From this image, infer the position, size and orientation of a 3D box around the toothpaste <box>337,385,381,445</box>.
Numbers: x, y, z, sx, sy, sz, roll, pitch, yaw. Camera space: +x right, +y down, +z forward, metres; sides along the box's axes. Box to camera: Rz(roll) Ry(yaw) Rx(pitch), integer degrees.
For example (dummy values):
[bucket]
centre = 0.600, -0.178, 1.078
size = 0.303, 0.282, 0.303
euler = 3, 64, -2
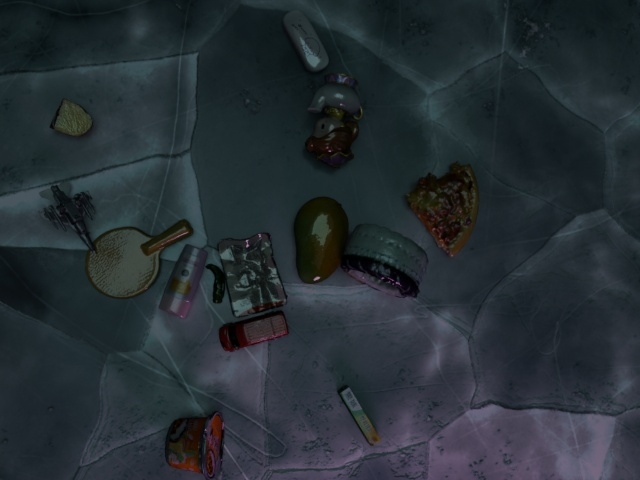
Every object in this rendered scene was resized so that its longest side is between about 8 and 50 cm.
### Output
[toothpaste]
centre = 0.110, 0.501, 1.887
size = 0.037, 0.043, 0.179
euler = -31, 89, -8

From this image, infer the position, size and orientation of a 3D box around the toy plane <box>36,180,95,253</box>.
[toy plane]
centre = -0.682, -0.070, 1.819
size = 0.160, 0.082, 0.234
euler = -33, 80, -40

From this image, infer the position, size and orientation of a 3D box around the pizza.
[pizza]
centre = 0.360, -0.108, 1.947
size = 0.228, 0.081, 0.290
euler = 14, 85, -5

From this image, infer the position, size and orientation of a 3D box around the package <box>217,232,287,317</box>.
[package]
centre = -0.198, 0.094, 1.893
size = 0.166, 0.040, 0.232
euler = -15, 95, -4

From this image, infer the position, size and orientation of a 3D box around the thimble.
[thimble]
centre = 0.182, 0.060, 1.841
size = 0.237, 0.237, 0.150
euler = 25, 80, -4

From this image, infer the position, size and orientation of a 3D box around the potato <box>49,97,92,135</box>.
[potato]
centre = -0.691, -0.336, 1.858
size = 0.103, 0.066, 0.096
euler = 28, 97, -8

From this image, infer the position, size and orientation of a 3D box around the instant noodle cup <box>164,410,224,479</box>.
[instant noodle cup]
centre = -0.343, 0.549, 1.782
size = 0.125, 0.178, 0.208
euler = 2, 116, 9

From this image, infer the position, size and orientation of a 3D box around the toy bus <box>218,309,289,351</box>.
[toy bus]
centre = -0.188, 0.256, 1.851
size = 0.195, 0.089, 0.081
euler = -14, 87, -7

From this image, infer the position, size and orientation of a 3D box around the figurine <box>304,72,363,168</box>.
[figurine]
centre = 0.041, -0.339, 1.903
size = 0.189, 0.142, 0.264
euler = 12, 84, -28

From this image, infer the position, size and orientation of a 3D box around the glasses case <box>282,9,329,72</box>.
[glasses case]
centre = -0.044, -0.591, 1.957
size = 0.076, 0.049, 0.197
euler = -28, 89, -8

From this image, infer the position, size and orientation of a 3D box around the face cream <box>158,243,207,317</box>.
[face cream]
centre = -0.384, 0.112, 1.857
size = 0.084, 0.057, 0.199
euler = 20, 83, -4

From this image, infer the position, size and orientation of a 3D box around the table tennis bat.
[table tennis bat]
centre = -0.506, 0.035, 1.856
size = 0.320, 0.050, 0.199
euler = -29, 87, -5

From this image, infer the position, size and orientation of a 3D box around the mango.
[mango]
centre = 0.000, 0.000, 1.881
size = 0.156, 0.114, 0.251
euler = 5, 84, -13

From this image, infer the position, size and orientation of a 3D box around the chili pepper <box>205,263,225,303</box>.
[chili pepper]
centre = -0.294, 0.120, 1.871
size = 0.055, 0.035, 0.118
euler = -17, 86, 24
